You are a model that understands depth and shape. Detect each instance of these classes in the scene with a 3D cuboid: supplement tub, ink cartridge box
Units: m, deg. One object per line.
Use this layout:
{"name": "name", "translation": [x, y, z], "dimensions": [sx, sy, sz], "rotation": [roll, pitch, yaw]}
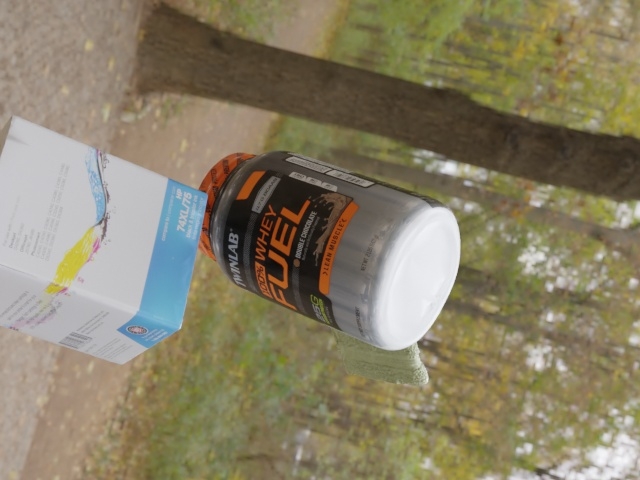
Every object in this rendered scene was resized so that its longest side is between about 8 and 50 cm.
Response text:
{"name": "supplement tub", "translation": [0.000, 0.000, 1.397], "dimensions": [0.207, 0.338, 0.207], "rotation": [-30, 130, -44]}
{"name": "ink cartridge box", "translation": [-0.319, 0.009, 1.312], "dimensions": [0.198, 0.270, 0.197], "rotation": [-31, -137, 52]}

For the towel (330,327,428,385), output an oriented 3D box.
{"name": "towel", "translation": [0.087, 0.166, 1.546], "dimensions": [0.027, 0.148, 0.110], "rotation": [-50, 132, -40]}
